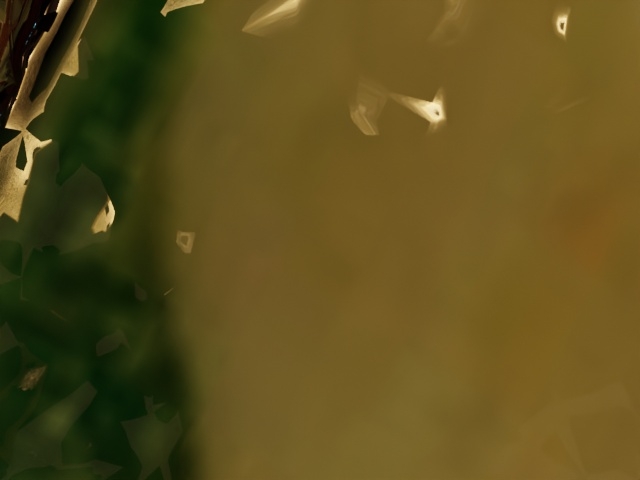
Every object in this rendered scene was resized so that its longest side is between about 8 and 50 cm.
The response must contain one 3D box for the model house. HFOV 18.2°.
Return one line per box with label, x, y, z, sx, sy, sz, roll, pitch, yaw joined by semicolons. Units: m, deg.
model house;0.002;0.000;0.489;0.298;0.243;0.284;-66;-159;-7
